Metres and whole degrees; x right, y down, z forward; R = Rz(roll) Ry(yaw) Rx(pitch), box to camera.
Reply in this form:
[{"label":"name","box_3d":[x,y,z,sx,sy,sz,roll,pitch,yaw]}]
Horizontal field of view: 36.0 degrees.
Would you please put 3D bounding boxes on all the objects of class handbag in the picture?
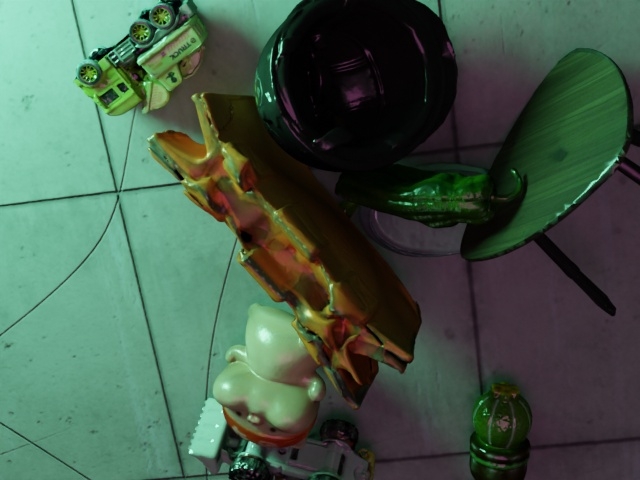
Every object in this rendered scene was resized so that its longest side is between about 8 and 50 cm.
[{"label":"handbag","box_3d":[-0.032,0.002,1.272,0.116,0.303,0.410,-38,89,12]}]

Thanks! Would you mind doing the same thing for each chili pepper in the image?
[{"label":"chili pepper","box_3d":[0.129,-0.063,1.273,0.256,0.100,0.074,13,114,31]}]

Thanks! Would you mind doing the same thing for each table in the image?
[{"label":"table","box_3d":[0.389,-0.068,1.273,0.249,0.317,0.317,29,111,-16]}]

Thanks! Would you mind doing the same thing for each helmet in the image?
[{"label":"helmet","box_3d":[0.030,-0.202,1.287,0.278,0.160,0.231,-23,96,-31]}]

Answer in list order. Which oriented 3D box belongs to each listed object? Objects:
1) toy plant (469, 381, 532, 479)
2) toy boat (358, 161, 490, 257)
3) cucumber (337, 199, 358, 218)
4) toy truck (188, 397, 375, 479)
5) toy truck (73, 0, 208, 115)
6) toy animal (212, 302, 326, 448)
[{"label":"toy plant","box_3d":[0.275,0.294,1.502,0.092,0.093,0.162,1,108,4]},{"label":"toy boat","box_3d":[0.156,-0.046,1.400,0.207,0.079,0.134,-7,108,-4]},{"label":"cucumber","box_3d":[0.000,0.000,1.441,0.039,0.039,0.168,33,107,-8]},{"label":"toy truck","box_3d":[-0.058,0.339,1.528,0.285,0.136,0.111,15,139,3]},{"label":"toy truck","box_3d":[-0.232,-0.244,1.343,0.191,0.085,0.116,-34,109,14]},{"label":"toy animal","box_3d":[-0.069,0.206,1.456,0.171,0.171,0.198,15,98,-1]}]
